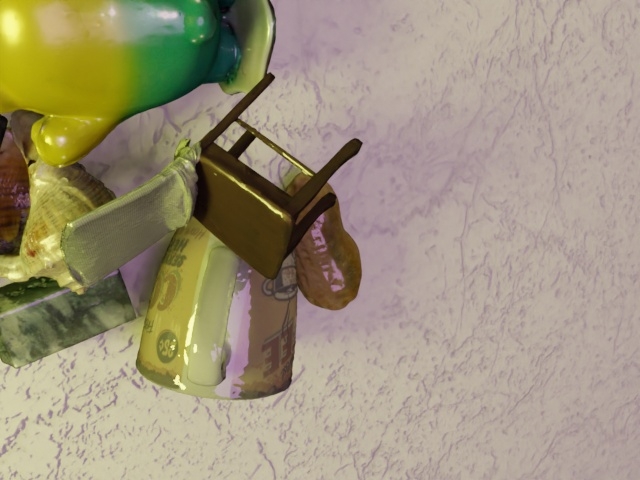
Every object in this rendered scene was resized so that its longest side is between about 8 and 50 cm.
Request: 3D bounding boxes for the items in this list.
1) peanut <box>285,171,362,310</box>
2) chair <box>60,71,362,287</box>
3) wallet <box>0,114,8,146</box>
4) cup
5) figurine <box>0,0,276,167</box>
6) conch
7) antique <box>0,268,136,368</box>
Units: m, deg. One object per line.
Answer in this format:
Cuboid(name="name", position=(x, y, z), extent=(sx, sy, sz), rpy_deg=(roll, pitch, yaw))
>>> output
Cuboid(name="peanut", position=(0.000, 0.000, 1.163), extent=(0.120, 0.110, 0.236), rpy_deg=(-21, 109, -19))
Cuboid(name="chair", position=(-0.118, -0.033, 0.850), extent=(0.319, 0.186, 0.160), rpy_deg=(-48, 172, -30))
Cuboid(name="wallet", position=(-0.505, 0.030, 0.806), extent=(0.228, 0.062, 0.406), rpy_deg=(-8, 127, -62))
Cuboid(name="cup", position=(-0.139, 0.078, 1.001), extent=(0.227, 0.301, 0.257), rpy_deg=(7, 99, -2))
Cuboid(name="figurine", position=(-0.239, -0.255, 0.838), extent=(0.340, 0.231, 0.323), rpy_deg=(-14, 112, -34))
Cuboid(name="conch", position=(-0.349, -0.045, 0.902), extent=(0.178, 0.163, 0.245), rpy_deg=(-19, 91, -11))
Cuboid(name="antique", position=(-0.359, 0.092, 0.982), extent=(0.183, 0.088, 0.086), rpy_deg=(-24, 118, -23))
